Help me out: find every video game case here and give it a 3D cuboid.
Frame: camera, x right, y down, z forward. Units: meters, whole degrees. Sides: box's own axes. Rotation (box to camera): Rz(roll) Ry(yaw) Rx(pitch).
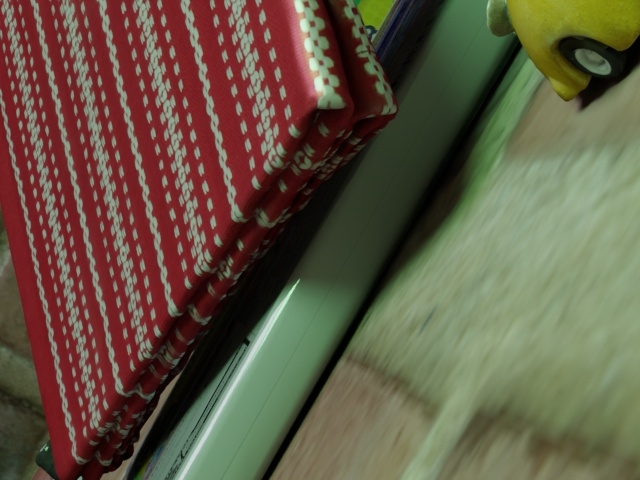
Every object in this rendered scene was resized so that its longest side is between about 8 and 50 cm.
[{"bbox_3d":[0.000,0.000,0.593,0.212,0.023,0.193,-60,6,-3],"label":"video game case"}]

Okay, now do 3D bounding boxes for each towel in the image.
[{"bbox_3d":[-0.058,-0.057,0.576,0.275,0.031,0.199,128,131,-57],"label":"towel"}]

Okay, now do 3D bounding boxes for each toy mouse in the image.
[{"bbox_3d":[0.073,-0.095,0.392,0.143,0.031,0.161,-60,5,-13],"label":"toy mouse"}]

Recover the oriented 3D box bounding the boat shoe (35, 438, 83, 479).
[{"bbox_3d":[-0.143,0.108,1.204,0.049,0.040,0.142,-56,6,30],"label":"boat shoe"}]

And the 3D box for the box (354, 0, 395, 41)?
[{"bbox_3d":[-0.001,-0.059,0.819,0.179,0.043,0.105,-60,5,13],"label":"box"}]
